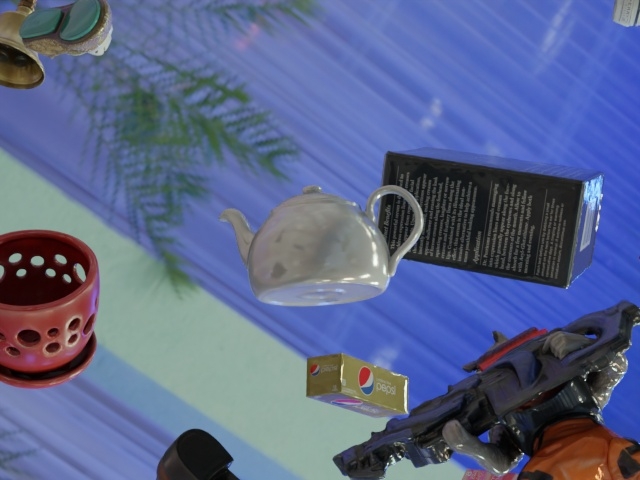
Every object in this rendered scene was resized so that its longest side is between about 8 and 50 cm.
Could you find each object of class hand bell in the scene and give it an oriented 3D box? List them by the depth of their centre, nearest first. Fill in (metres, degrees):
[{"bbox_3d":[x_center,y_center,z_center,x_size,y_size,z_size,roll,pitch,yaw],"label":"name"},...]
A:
[{"bbox_3d":[-0.459,-0.371,1.850,0.126,0.126,0.242,-37,-143,57],"label":"hand bell"}]

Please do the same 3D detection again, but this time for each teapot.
[{"bbox_3d":[0.000,0.000,1.950,0.252,0.256,0.187,-23,-113,56],"label":"teapot"}]

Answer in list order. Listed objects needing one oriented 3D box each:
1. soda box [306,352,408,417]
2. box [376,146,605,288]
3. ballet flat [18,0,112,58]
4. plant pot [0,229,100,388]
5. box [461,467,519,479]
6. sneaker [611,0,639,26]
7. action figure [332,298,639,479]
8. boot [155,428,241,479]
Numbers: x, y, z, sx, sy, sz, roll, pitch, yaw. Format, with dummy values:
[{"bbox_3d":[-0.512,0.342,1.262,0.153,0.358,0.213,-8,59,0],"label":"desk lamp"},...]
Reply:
[{"bbox_3d":[0.056,0.209,1.693,0.061,0.181,0.058,-12,-113,33],"label":"soda box"},{"bbox_3d":[0.342,-0.056,2.376,0.293,0.395,0.212,-17,116,-68],"label":"box"},{"bbox_3d":[-0.297,-0.258,1.459,0.206,0.067,0.073,11,-106,51],"label":"ballet flat"},{"bbox_3d":[-0.414,0.104,1.703,0.191,0.191,0.174,-69,169,-53],"label":"plant pot"},{"bbox_3d":[0.287,0.563,2.062,0.154,0.142,0.300,-7,-133,54],"label":"box"},{"bbox_3d":[0.428,-0.337,1.511,0.258,0.091,0.094,-66,166,-48],"label":"sneaker"},{"bbox_3d":[0.199,0.226,1.170,0.341,0.178,0.330,-25,-143,12],"label":"action figure"},{"bbox_3d":[-0.149,0.411,1.548,0.096,0.264,0.280,-36,165,-42],"label":"boot"}]
